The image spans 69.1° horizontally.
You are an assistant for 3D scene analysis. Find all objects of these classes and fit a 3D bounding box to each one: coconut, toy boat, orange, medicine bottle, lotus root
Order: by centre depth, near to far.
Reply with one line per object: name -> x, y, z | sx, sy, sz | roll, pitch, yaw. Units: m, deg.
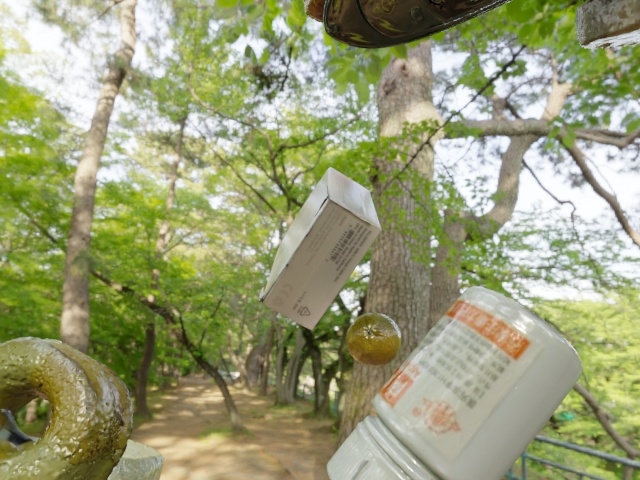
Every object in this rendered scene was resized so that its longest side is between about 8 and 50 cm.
toy boat -> 0.104, -0.211, 0.346 | 0.246, 0.103, 0.093 | -13, -48, 33
medicine bottle -> 0.133, 0.181, 0.477 | 0.145, 0.252, 0.144 | 39, -7, 5
lotus root -> 0.420, -0.294, 0.586 | 0.170, 0.074, 0.261 | 0, 17, 42
orange -> 0.082, 0.151, 0.718 | 0.085, 0.085, 0.095 | -1, -29, 13
coconut -> -0.458, 0.547, 0.955 | 0.240, 0.244, 0.239 | 12, -16, 3

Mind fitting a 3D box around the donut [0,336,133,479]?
donut -> -0.420, 0.257, 0.663 | 0.272, 0.271, 0.107 | 4, -32, -2

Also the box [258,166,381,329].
box -> 0.000, 0.000, 0.805 | 0.106, 0.203, 0.251 | 29, 17, -9

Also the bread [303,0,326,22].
bread -> 0.074, -0.547, 0.935 | 0.139, 0.077, 0.271 | -7, -15, -32
